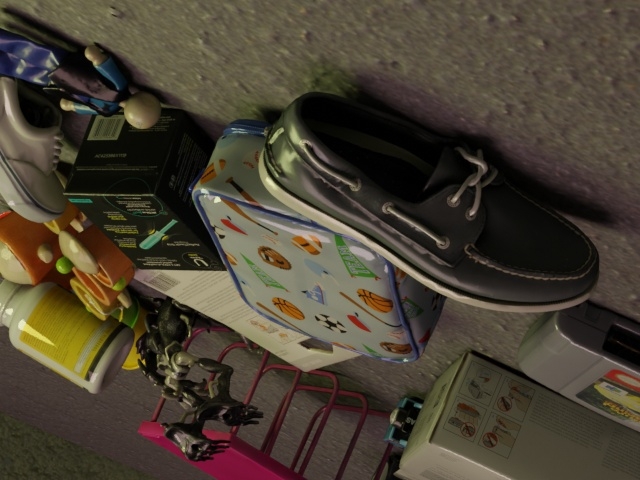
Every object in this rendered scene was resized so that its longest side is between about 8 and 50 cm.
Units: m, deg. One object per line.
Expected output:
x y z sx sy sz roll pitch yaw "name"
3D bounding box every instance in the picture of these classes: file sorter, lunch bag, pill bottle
-0.063 0.260 2.372 0.202 0.182 0.290 1 152 48 "file sorter"
0.000 0.000 1.650 0.243 0.115 0.303 20 156 19 "lunch bag"
-0.348 0.118 2.234 0.184 0.103 0.103 30 163 7 "pill bottle"

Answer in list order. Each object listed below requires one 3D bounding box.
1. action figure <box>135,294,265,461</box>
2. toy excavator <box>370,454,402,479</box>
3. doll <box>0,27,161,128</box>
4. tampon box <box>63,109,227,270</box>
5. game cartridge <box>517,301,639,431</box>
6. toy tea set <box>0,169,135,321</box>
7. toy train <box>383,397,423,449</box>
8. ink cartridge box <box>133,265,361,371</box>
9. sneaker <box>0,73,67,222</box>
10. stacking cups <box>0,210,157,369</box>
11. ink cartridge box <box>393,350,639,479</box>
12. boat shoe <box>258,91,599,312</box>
-0.158 0.159 2.186 0.141 0.276 0.164 19 122 -33 "action figure"
0.197 0.467 2.498 0.222 0.433 0.445 28 -170 -10 "toy excavator"
-0.246 -0.159 1.657 0.189 0.046 0.129 20 153 -7 "doll"
-0.165 -0.049 1.739 0.120 0.101 0.161 1 151 29 "tampon box"
0.358 0.158 1.769 0.294 0.060 0.196 24 166 1 "game cartridge"
-0.323 0.023 2.042 0.200 0.124 0.336 47 163 2 "toy tea set"
0.177 0.274 2.287 0.184 0.080 0.105 23 171 -3 "toy train"
-0.069 0.056 1.996 0.261 0.066 0.296 29 162 -13 "ink cartridge box"
-0.317 -0.103 1.810 0.091 0.094 0.258 -20 149 5 "sneaker"
-0.350 0.067 2.352 0.096 0.096 0.316 6 152 44 "stacking cups"
0.268 0.283 2.100 0.309 0.130 0.272 25 162 -1 "ink cartridge box"
0.102 -0.036 1.454 0.319 0.116 0.099 24 143 2 "boat shoe"
